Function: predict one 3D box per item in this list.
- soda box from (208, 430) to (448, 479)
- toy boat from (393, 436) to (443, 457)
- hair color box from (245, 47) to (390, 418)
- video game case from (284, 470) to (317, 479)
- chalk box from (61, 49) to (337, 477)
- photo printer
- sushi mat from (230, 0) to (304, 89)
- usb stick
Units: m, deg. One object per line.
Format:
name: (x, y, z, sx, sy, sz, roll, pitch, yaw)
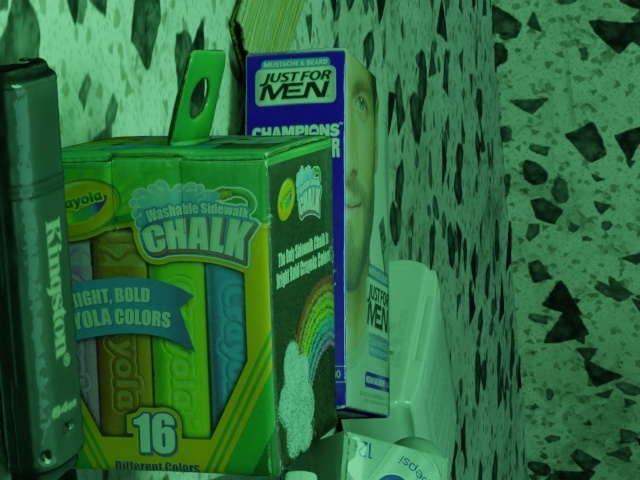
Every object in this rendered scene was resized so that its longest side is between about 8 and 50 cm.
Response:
soda box: (-0.018, 0.230, 1.461, 0.286, 0.098, 0.091, -27, -129, 54)
toy boat: (0.081, 0.315, 1.937, 0.267, 0.148, 0.318, 56, -8, 31)
hair color box: (0.000, 0.000, 1.763, 0.185, 0.110, 0.339, 27, 60, -73)
video game case: (-0.022, 0.306, 1.250, 0.206, 0.026, 0.227, 89, 4, -53)
chalk box: (-0.095, 0.008, 1.314, 0.180, 0.179, 0.289, -23, 112, -74)
photo printer: (0.103, 0.218, 2.302, 0.256, 0.107, 0.307, -76, 162, -44)
sushi mat: (-0.042, -0.258, 1.873, 0.316, 0.019, 0.151, -76, 160, -45)
usb stick: (-0.189, 0.021, 1.192, 0.077, 0.045, 0.278, -46, 135, -72)
